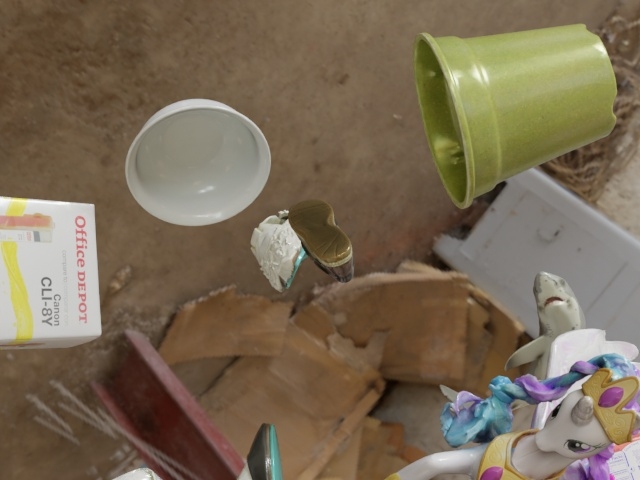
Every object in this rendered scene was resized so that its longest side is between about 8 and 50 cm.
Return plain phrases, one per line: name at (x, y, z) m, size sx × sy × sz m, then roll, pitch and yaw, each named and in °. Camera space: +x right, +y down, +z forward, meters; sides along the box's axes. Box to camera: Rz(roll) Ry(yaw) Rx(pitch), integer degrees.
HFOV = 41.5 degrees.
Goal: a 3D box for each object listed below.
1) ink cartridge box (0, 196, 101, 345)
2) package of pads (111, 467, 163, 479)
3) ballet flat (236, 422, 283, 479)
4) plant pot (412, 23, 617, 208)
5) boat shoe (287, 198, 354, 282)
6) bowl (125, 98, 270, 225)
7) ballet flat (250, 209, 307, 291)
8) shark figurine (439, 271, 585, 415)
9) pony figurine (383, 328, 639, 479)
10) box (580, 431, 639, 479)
ink cartridge box at (-0.629, 0.063, 1.609) m, size 0.384 × 0.279 × 0.160 m, roll 3°, pitch 166°, yaw -39°
package of pads at (-0.270, 0.386, 0.955) m, size 0.296 × 0.101 × 0.229 m, roll -26°, pitch 143°, yaw -2°
ballet flat at (-0.093, 0.438, 1.380) m, size 0.096 × 0.281 × 0.095 m, roll -15°, pitch 150°, yaw -2°
plant pot at (0.303, -0.215, 1.305) m, size 0.253 × 0.276 × 0.276 m, roll -15°, pitch 140°, yaw -2°
boat shoe at (0.000, 0.000, 0.966) m, size 0.056 × 0.152 × 0.049 m, roll -18°, pitch 120°, yaw -5°
bowl at (-0.262, -0.186, 1.775) m, size 0.297 × 0.134 × 0.298 m, roll -9°, pitch 131°, yaw -10°
ballet flat at (-0.084, 0.009, 1.837) m, size 0.147 × 0.147 × 0.409 m, roll -55°, pitch 180°, yaw 12°
shark figurine at (0.289, 0.156, 1.145) m, size 0.166 × 0.116 × 0.278 m, roll 24°, pitch 124°, yaw -9°
pony figurine at (0.248, 0.255, 0.903) m, size 0.351 × 0.303 × 0.363 m, roll 17°, pitch 130°, yaw -44°
box at (0.469, 0.323, 1.129) m, size 0.299 × 0.154 × 0.142 m, roll -12°, pitch 165°, yaw -14°
